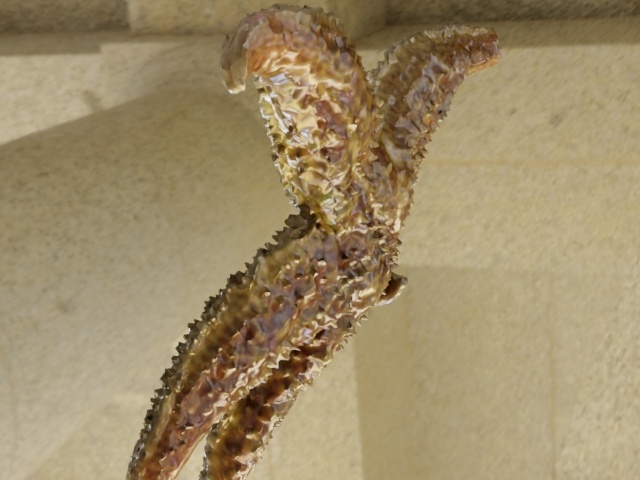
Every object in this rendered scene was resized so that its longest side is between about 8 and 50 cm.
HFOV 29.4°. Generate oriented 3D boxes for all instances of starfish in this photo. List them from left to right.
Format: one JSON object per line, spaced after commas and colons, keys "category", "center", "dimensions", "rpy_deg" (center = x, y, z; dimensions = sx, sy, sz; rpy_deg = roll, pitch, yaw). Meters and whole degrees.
{"category": "starfish", "center": [0.001, 0.001, 0.398], "dimensions": [0.043, 0.240, 0.227], "rpy_deg": [20, -107, 18]}
